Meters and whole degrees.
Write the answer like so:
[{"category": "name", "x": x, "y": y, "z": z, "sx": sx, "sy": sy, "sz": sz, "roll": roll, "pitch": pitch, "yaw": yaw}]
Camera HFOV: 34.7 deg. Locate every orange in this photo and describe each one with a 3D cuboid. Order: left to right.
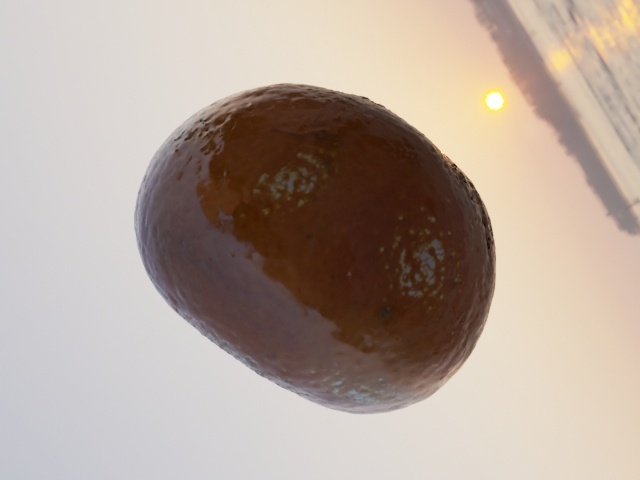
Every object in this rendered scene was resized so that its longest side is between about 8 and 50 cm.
[{"category": "orange", "x": 0.000, "y": 0.000, "z": 1.179, "sx": 0.424, "sy": 0.326, "sz": 0.424, "roll": 34, "pitch": 177, "yaw": 2}]
